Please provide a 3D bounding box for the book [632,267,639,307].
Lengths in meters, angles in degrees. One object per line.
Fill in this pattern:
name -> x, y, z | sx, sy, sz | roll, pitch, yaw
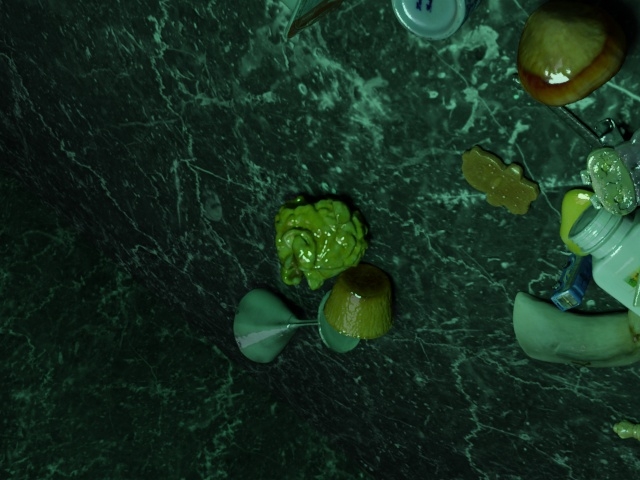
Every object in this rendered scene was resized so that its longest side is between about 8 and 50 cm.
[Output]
book -> 0.706, 0.060, 1.267 | 0.231, 0.022, 0.162 | 8, 100, 7

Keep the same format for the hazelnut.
hazelnut -> 0.411, -0.315, 1.158 | 0.182, 0.182, 0.182 | 27, 146, 20

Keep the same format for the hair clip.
hair clip -> 0.552, -0.133, 1.267 | 0.146, 0.056, 0.187 | -23, 92, 22

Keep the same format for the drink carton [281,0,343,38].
drink carton -> -0.041, -0.545, 1.346 | 0.190, 0.185, 0.191 | 49, 150, 7

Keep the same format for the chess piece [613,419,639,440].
chess piece -> 0.837, 0.494, 1.784 | 0.172, 0.060, 0.060 | -4, 127, 53

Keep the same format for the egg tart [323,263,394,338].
egg tart -> 0.122, 0.175, 2.026 | 0.215, 0.215, 0.171 | 27, 131, 21

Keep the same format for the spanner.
spanner -> 0.466, -0.236, 1.320 | 0.254, 0.015, 0.054 | 41, 148, -1

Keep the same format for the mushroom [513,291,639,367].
mushroom -> 0.634, 0.213, 1.595 | 0.397, 0.126, 0.177 | -3, 120, 52

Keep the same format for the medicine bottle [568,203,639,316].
medicine bottle -> 0.648, 0.050, 1.352 | 0.324, 0.124, 0.179 | 35, 121, 1

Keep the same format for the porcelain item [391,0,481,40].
porcelain item -> 0.212, -0.447, 1.236 | 0.147, 0.114, 0.147 | 25, 145, 20

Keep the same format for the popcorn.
popcorn -> 0.000, 0.000, 1.906 | 0.250, 0.235, 0.242 | -5, 109, 34

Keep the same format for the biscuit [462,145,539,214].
biscuit -> 0.390, -0.129, 1.520 | 0.184, 0.027, 0.133 | 29, 147, 21

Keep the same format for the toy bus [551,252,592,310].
toy bus -> 0.548, 0.082, 1.495 | 0.051, 0.153, 0.061 | 44, 142, -6

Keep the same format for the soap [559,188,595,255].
soap -> 0.546, -0.040, 1.457 | 0.089, 0.033, 0.169 | 23, 142, 25

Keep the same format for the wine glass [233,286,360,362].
wine glass -> -0.066, 0.275, 2.292 | 0.406, 0.267, 0.267 | -8, 124, 45
